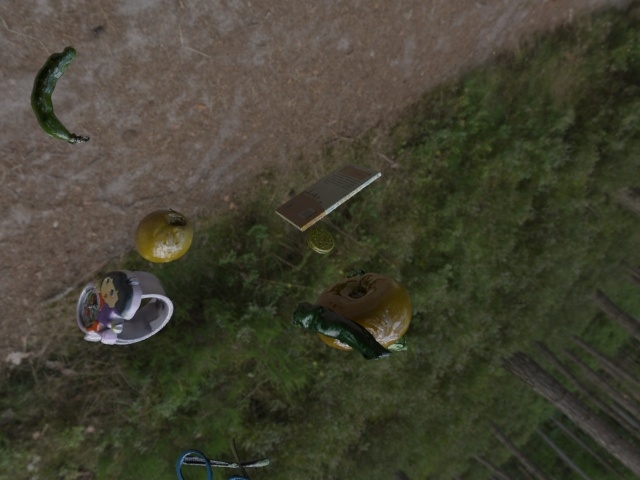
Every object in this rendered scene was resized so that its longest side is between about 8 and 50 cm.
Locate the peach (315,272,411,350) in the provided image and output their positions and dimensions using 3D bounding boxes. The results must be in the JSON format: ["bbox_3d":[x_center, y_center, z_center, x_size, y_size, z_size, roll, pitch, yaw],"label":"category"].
[{"bbox_3d":[0.105,0.176,1.175,0.251,0.251,0.153,-25,113,-43],"label":"peach"}]

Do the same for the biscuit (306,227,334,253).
[{"bbox_3d":[0.000,0.000,1.344,0.084,0.084,0.023,-26,160,-43],"label":"biscuit"}]

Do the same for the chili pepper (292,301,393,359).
[{"bbox_3d":[0.050,0.192,0.985,0.098,0.224,0.061,-3,116,-79],"label":"chili pepper"}]

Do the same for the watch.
[{"bbox_3d":[-0.522,0.188,1.309,0.244,0.196,0.231,-49,145,16],"label":"watch"}]

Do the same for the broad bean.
[{"bbox_3d":[-0.775,-0.424,1.374,0.144,0.292,0.049,-7,-177,-14],"label":"broad bean"}]

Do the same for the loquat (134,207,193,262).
[{"bbox_3d":[-0.654,-0.013,1.949,0.244,0.244,0.244,-38,159,-17],"label":"loquat"}]

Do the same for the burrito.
[{"bbox_3d":[0.151,0.206,1.367,0.104,0.288,0.054,-22,160,-32],"label":"burrito"}]

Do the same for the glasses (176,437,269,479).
[{"bbox_3d":[-0.237,0.585,1.216,0.207,0.239,0.102,-47,153,-59],"label":"glasses"}]

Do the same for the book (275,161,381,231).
[{"bbox_3d":[0.018,-0.144,1.431,0.295,0.208,0.020,-36,119,-11],"label":"book"}]
